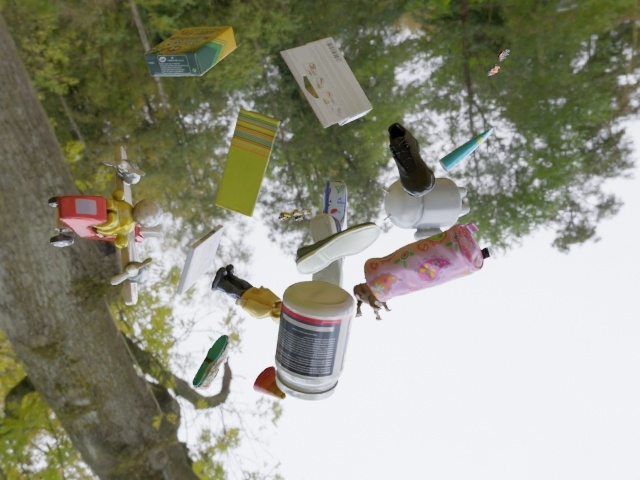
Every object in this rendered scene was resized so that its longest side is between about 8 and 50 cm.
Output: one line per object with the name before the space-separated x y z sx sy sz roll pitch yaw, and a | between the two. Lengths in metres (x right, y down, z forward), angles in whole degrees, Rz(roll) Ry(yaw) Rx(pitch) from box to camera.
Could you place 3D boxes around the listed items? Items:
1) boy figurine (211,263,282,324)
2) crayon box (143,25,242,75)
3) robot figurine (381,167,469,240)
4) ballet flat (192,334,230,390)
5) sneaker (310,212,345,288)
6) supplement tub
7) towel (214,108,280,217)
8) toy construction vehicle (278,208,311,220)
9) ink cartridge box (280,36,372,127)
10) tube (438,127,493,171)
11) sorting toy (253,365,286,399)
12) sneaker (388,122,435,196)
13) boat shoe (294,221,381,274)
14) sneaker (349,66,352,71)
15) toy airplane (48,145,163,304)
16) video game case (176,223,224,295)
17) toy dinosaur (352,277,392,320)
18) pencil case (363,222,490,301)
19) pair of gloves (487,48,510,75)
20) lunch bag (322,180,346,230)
boy figurine | -0.186 0.173 1.553 0.285 0.092 0.177 25 -165 18
crayon box | -0.440 -0.679 1.848 0.203 0.083 0.322 6 -141 19
robot figurine | 0.396 -0.144 2.022 0.354 0.299 0.200 -3 165 -21
ballet flat | -0.421 0.485 2.078 0.091 0.077 0.240 26 -100 45
sneaker | 0.050 0.074 1.985 0.131 0.349 0.148 -4 175 29
supplement tub | -0.020 0.259 1.383 0.191 0.271 0.191 8 -163 -2
towel | -0.171 -0.179 1.219 0.102 0.237 0.021 21 -165 12
toy construction vehicle | -0.096 -0.100 1.943 0.098 0.035 0.086 -18 162 42
ink cartridge box | 0.012 -0.495 1.671 0.239 0.275 0.060 -32 -178 -36
tube | 0.513 -0.322 1.835 0.207 0.052 0.080 -36 175 5
sorting toy | -0.097 0.481 2.051 0.126 0.127 0.365 36 -103 32
sneaker | 0.267 -0.254 1.639 0.109 0.130 0.286 -31 -132 17
boat shoe | 0.052 0.006 1.804 0.320 0.116 0.099 -28 -138 13
sneaker | 0.127 -0.705 2.298 0.051 0.089 0.170 -53 -163 -2
toy airplane | -0.591 -0.053 1.603 0.273 0.385 0.384 -13 -148 15
video game case | -0.458 0.068 2.010 0.025 0.203 0.285 23 -159 3
toy dinosaur | 0.208 0.217 2.191 0.296 0.200 0.127 13 144 -43
pencil case | 0.241 0.054 1.237 0.284 0.124 0.124 -25 -164 36
pair of gloves | 0.502 -0.504 1.480 0.010 0.083 0.074 42 -139 17
lunch bag | 0.067 -0.156 2.390 0.115 0.242 0.303 2 180 2
